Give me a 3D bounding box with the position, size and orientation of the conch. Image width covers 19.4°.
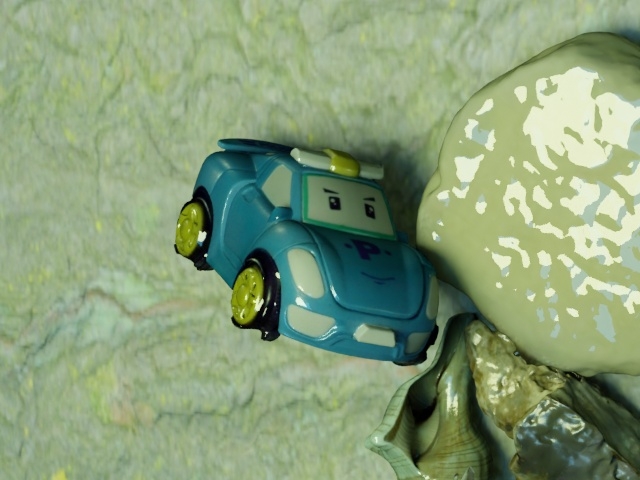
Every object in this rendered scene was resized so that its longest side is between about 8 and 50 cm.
[{"bbox_3d":[0.098,0.202,1.823,0.114,0.137,0.234,-26,77,58],"label":"conch"}]

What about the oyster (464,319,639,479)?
[{"bbox_3d":[0.253,0.213,1.745,0.166,0.110,0.341,-33,98,35],"label":"oyster"}]

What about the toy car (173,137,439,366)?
[{"bbox_3d":[0.000,0.000,1.733,0.314,0.198,0.166,45,120,58],"label":"toy car"}]

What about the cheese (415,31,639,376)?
[{"bbox_3d":[0.245,-0.024,1.697,0.326,0.115,0.318,-14,94,31],"label":"cheese"}]

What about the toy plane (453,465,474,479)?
[{"bbox_3d":[0.223,0.324,1.755,0.107,0.182,0.273,-23,88,20],"label":"toy plane"}]
